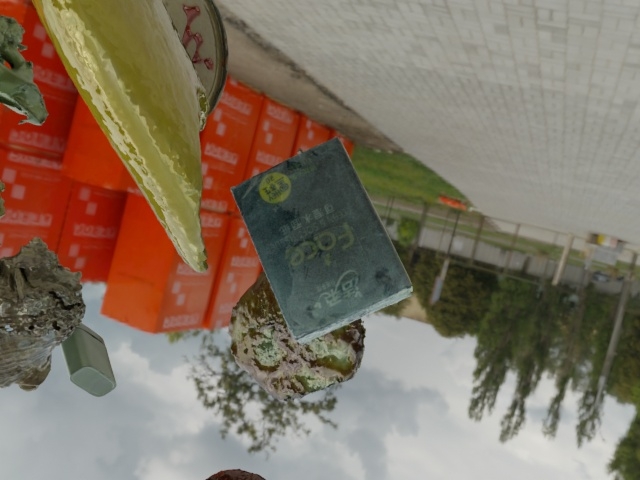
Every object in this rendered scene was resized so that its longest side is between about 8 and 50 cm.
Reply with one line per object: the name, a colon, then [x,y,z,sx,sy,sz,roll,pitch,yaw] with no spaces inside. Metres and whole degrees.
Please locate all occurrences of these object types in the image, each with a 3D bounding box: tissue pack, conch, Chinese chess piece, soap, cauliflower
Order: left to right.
cauliflower: [-0.759,-0.406,1.450,0.281,0.260,0.327,8,-135,11]
conch: [-0.455,0.117,0.995,0.178,0.245,0.163,2,-172,-38]
soap: [-0.201,-0.188,0.716,0.115,0.427,0.306,-19,-139,3]
Chinese chess piece: [-0.252,-0.309,1.067,0.103,0.250,0.249,7,180,24]
tissue pack: [0.000,0.000,0.957,0.185,0.257,0.081,-26,162,3]

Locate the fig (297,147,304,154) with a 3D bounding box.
fig: [-0.007,-0.111,1.390,0.153,0.119,0.119,28,177,-28]

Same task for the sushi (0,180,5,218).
sushi: [-0.769,-0.072,1.189,0.396,0.351,0.240,43,-160,26]

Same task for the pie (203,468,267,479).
pie: [-0.143,0.423,0.896,0.204,0.219,0.054,27,158,52]

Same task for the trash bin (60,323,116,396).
trash bin: [-0.489,0.247,1.358,0.130,0.059,0.116,55,179,41]

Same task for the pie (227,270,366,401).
pie: [-0.047,0.188,1.405,0.354,0.288,0.103,-28,172,27]
